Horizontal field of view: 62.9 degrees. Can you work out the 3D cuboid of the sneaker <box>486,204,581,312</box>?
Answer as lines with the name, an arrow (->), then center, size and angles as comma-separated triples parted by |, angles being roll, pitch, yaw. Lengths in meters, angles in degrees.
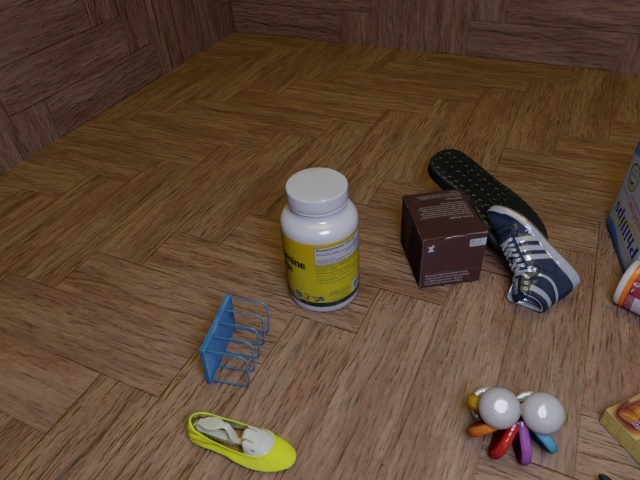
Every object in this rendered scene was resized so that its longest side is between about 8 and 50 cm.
sneaker -> 0.486, 0.049, 1.291 | 0.153, 0.099, 0.282 | -40, 77, -13

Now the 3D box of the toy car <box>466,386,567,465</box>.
toy car -> 0.369, 0.351, 0.992 | 0.182, 0.159, 0.136 | 4, 75, 9

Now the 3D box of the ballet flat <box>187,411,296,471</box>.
ballet flat -> -0.161, 0.388, 1.024 | 0.231, 0.077, 0.077 | 11, 41, 17

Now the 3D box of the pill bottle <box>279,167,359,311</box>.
pill bottle -> 0.000, 0.000, 1.278 | 0.188, 0.333, 0.187 | -3, 39, 2

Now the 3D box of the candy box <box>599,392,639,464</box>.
candy box -> 0.642, 0.383, 0.982 | 0.109, 0.053, 0.186 | -17, 43, -17

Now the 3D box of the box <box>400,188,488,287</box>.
box -> 0.319, -0.009, 1.392 | 0.169, 0.167, 0.203 | -7, 40, -4

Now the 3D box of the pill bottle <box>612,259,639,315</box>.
pill bottle -> 0.809, 0.144, 1.201 | 0.121, 0.121, 0.221 | -33, 47, -30

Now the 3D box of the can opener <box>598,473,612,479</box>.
can opener -> 0.540, 0.480, 0.881 | 0.186, 0.073, 0.059 | 38, 95, 41

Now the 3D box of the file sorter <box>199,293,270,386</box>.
file sorter -> -0.188, 0.228, 1.191 | 0.105, 0.118, 0.170 | 8, 41, 8

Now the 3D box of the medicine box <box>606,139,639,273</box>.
medicine box -> 0.869, -0.070, 1.322 | 0.149, 0.289, 0.263 | 7, 41, 9

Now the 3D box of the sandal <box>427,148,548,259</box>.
sandal -> 0.473, -0.088, 1.491 | 0.168, 0.107, 0.445 | -22, 56, -15
